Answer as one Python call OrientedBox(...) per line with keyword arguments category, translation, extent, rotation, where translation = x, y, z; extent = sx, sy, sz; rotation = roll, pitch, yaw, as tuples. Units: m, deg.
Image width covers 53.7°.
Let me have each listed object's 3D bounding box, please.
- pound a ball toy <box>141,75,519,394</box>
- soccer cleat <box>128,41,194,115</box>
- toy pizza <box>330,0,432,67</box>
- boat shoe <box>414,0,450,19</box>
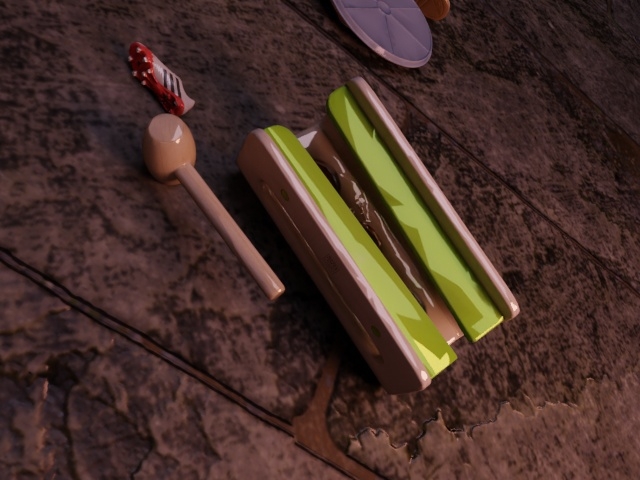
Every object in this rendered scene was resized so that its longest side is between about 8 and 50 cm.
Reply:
OrientedBox(category="pound a ball toy", translation=(0.000, 0.000, 0.601), extent=(0.208, 0.136, 0.319), rotation=(-33, 85, -21))
OrientedBox(category="soccer cleat", translation=(-0.158, -0.161, 0.628), extent=(0.083, 0.029, 0.035), rotation=(52, 35, -3))
OrientedBox(category="toy pizza", translation=(0.085, -0.335, 0.938), extent=(0.201, 0.032, 0.201), rotation=(21, 52, -29))
OrientedBox(category="boat shoe", translation=(0.154, -0.439, 1.041), extent=(0.170, 0.063, 0.059), rotation=(44, 50, -7))
